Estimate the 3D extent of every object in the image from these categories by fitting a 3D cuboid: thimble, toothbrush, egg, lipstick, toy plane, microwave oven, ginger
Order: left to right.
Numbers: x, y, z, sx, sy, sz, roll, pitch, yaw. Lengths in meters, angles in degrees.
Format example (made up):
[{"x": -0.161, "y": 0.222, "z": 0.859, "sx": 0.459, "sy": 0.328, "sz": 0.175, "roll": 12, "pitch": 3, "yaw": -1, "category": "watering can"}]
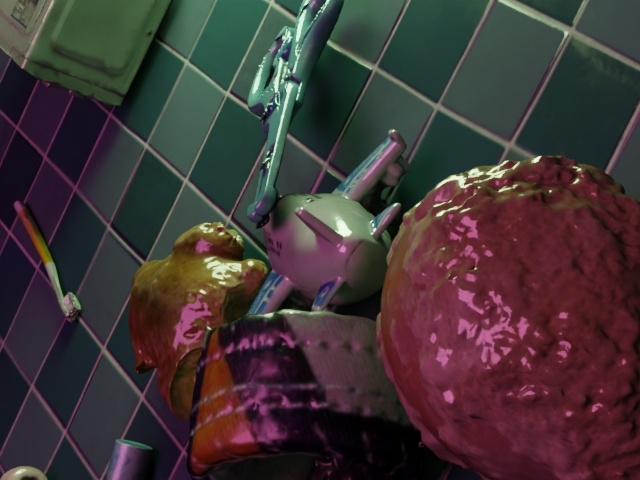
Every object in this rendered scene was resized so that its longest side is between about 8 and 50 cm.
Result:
[{"x": -0.390, "y": 0.021, "z": 2.032, "sx": 0.024, "sy": 0.021, "sz": 0.288, "roll": -48, "pitch": 43, "yaw": 11, "category": "toothbrush"}, {"x": -0.351, "y": -0.347, "z": 2.003, "sx": 0.295, "sy": 0.181, "sz": 0.237, "roll": 39, "pitch": 105, "yaw": 50, "category": "microwave oven"}, {"x": -0.244, "y": 0.320, "z": 1.711, "sx": 0.048, "sy": 0.048, "sz": 0.158, "roll": 11, "pitch": 85, "yaw": 52, "category": "lipstick"}, {"x": -0.156, "y": 0.070, "z": 1.643, "sx": 0.270, "sy": 0.123, "sz": 0.219, "roll": 42, "pitch": 111, "yaw": 50, "category": "ginger"}, {"x": -0.013, "y": 0.170, "z": 1.363, "sx": 0.237, "sy": 0.237, "sz": 0.150, "roll": -25, "pitch": 53, "yaw": 43, "category": "thimble"}, {"x": 0.004, "y": 0.004, "z": 1.434, "sx": 0.267, "sy": 0.122, "sz": 0.267, "roll": -49, "pitch": 10, "yaw": 12, "category": "toy plane"}, {"x": 0.182, "y": 0.072, "z": 1.130, "sx": 0.310, "sy": 0.279, "sz": 0.279, "roll": 37, "pitch": 107, "yaw": 22, "category": "egg"}]

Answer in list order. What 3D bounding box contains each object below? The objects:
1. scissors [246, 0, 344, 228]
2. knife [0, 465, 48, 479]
[{"x": -0.043, "y": -0.147, "z": 1.549, "sx": 0.180, "sy": 0.032, "sz": 0.393, "roll": -49, "pitch": 20, "yaw": 37, "category": "scissors"}, {"x": -0.392, "y": 0.452, "z": 1.810, "sx": 0.043, "sy": 0.081, "sz": 0.336, "roll": -26, "pitch": 56, "yaw": 49, "category": "knife"}]
